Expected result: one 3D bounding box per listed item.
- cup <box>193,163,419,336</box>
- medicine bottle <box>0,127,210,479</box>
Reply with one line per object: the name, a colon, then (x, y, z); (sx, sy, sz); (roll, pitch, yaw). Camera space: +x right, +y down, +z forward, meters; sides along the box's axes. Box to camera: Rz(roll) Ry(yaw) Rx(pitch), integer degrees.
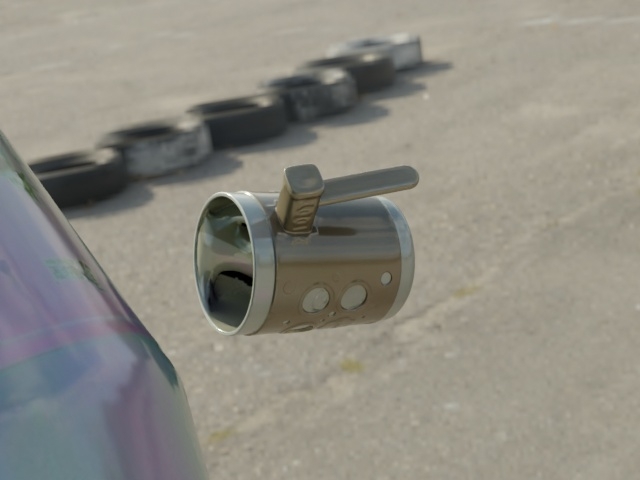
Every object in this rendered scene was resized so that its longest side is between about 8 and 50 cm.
cup: (-0.004, -0.003, 0.699); (0.099, 0.102, 0.074); (-2, 27, -31)
medicine bottle: (-0.150, 0.114, 0.468); (0.245, 0.290, 0.245); (-36, -12, -9)
